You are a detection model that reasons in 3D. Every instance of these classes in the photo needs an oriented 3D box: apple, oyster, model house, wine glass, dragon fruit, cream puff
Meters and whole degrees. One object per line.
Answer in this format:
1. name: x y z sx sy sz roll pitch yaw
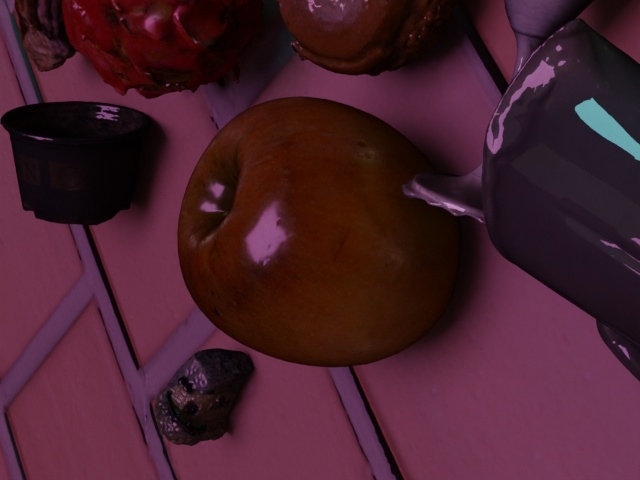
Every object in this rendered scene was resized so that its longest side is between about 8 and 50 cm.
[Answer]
1. apple: 0.000 0.000 1.008 0.237 0.207 0.237 -36 44 44
2. oyster: -0.263 -0.324 1.307 0.275 0.100 0.271 159 129 -82
3. model house: -0.111 0.148 1.192 0.083 0.079 0.066 -54 54 29
4. wine glass: 0.145 -0.128 0.874 0.156 0.156 0.232 30 112 44
5. dragon fruit: -0.150 -0.235 1.174 0.268 0.210 0.205 119 176 -69
6. cream puff: 0.044 -0.211 1.011 0.165 0.115 0.150 29 116 35

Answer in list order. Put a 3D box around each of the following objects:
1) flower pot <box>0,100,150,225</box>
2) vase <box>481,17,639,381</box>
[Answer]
1. flower pot: -0.264 -0.082 1.327 0.157 0.157 0.107 25 117 46
2. vase: 0.242 0.028 0.749 0.301 0.156 0.251 45 154 43
